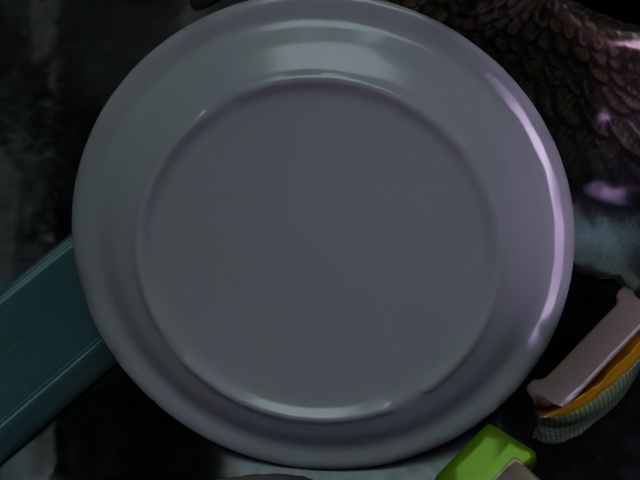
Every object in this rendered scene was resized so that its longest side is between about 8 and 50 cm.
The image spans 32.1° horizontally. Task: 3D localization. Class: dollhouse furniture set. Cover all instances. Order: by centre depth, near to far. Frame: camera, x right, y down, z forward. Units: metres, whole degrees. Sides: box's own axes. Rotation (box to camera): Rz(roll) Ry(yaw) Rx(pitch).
[{"bbox_3d":[0.093,0.094,0.427,0.152,0.076,0.058,-44,64,-8],"label":"dollhouse furniture set"}]

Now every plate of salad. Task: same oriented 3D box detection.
[{"bbox_3d":[0.000,0.000,0.450,0.200,0.199,0.048,1,18,5],"label":"plate of salad"}]

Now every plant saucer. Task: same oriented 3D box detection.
[{"bbox_3d":[-0.141,0.055,0.498,0.192,0.018,0.067,-41,66,-19],"label":"plant saucer"}]

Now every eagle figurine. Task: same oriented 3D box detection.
[{"bbox_3d":[0.099,-0.111,0.507,0.298,0.225,0.226,15,103,-21],"label":"eagle figurine"}]

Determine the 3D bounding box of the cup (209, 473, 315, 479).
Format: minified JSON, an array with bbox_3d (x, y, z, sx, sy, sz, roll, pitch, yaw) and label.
[{"bbox_3d":[-0.120,0.220,0.261,0.331,0.331,0.236,-17,86,-6],"label":"cup"}]
